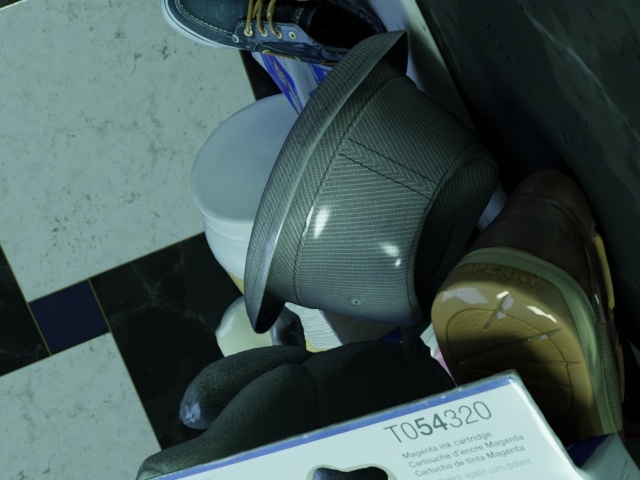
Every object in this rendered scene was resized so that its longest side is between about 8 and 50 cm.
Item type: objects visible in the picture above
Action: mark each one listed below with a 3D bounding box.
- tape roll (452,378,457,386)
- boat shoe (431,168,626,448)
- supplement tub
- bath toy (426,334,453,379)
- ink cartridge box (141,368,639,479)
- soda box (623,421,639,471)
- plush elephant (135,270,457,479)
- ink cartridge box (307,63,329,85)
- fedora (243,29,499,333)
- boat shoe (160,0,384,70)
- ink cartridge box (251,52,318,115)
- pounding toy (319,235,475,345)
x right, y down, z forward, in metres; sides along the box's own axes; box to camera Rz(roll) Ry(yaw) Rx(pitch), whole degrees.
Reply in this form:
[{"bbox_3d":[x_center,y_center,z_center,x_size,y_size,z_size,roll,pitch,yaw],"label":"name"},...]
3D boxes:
[{"bbox_3d":[0.173,0.257,1.248,0.392,0.072,0.392,-2,-90,-88],"label":"tape roll"},{"bbox_3d":[0.150,0.083,0.877,0.123,0.123,0.342,10,147,24],"label":"boat shoe"},{"bbox_3d":[0.000,0.000,1.669,0.241,0.241,0.331,55,178,45],"label":"supplement tub"},{"bbox_3d":[0.210,0.203,1.711,0.348,0.129,0.151,-129,50,-56],"label":"bath toy"},{"bbox_3d":[0.085,0.234,0.880,0.330,0.324,0.071,57,-143,-15],"label":"ink cartridge box"},{"bbox_3d":[0.237,0.179,0.993,0.181,0.061,0.058,157,103,-88],"label":"soda box"},{"bbox_3d":[0.010,0.174,1.155,0.272,0.330,0.255,30,160,-2],"label":"plush elephant"},{"bbox_3d":[0.034,-0.140,1.298,0.097,0.046,0.207,54,177,34],"label":"ink cartridge box"},{"bbox_3d":[0.049,-0.021,0.975,0.124,0.244,0.275,27,162,12],"label":"fedora"},{"bbox_3d":[-0.038,-0.183,1.076,0.183,0.065,0.083,13,177,-7],"label":"boat shoe"},{"bbox_3d":[-0.053,-0.245,1.524,0.208,0.045,0.206,54,170,44],"label":"ink cartridge box"},{"bbox_3d":[0.083,0.032,1.249,0.094,0.181,0.206,56,-154,9],"label":"pounding toy"}]
